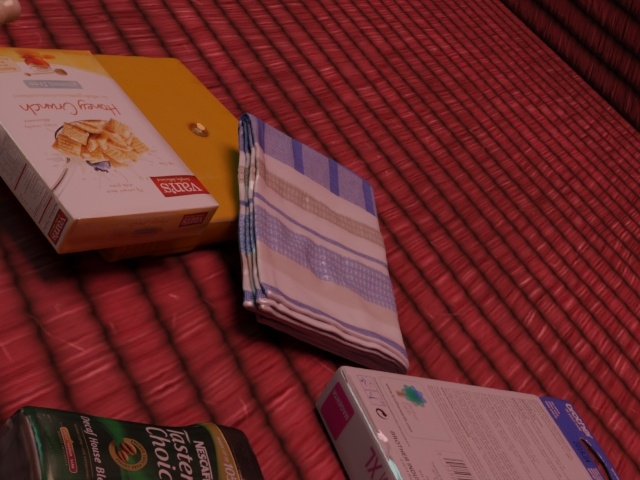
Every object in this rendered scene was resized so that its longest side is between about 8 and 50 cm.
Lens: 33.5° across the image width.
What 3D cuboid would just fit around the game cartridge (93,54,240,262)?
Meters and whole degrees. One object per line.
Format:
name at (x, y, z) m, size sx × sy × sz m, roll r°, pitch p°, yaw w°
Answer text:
game cartridge at (-0.192, -0.098, 1.137) m, size 0.285 × 0.052 × 0.324 m, roll 46°, pitch 32°, yaw 23°

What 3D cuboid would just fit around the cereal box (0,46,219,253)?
cereal box at (-0.226, -0.091, 0.985) m, size 0.240 × 0.047 × 0.173 m, roll 47°, pitch 32°, yaw 24°

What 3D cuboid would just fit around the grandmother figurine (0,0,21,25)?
grandmother figurine at (-0.404, -0.227, 1.054) m, size 0.208 × 0.104 × 0.342 m, roll -3°, pitch 33°, yaw 6°

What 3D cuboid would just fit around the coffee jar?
coffee jar at (-0.125, 0.169, 0.727) m, size 0.184 × 0.079 × 0.096 m, roll 13°, pitch 34°, yaw -37°

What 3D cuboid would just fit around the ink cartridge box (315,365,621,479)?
ink cartridge box at (0.159, 0.217, 0.989) m, size 0.311 × 0.065 × 0.186 m, roll 11°, pitch 35°, yaw -35°

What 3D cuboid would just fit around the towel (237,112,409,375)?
towel at (0.000, 0.000, 1.123) m, size 0.209 × 0.034 × 0.285 m, roll 27°, pitch 37°, yaw -31°
